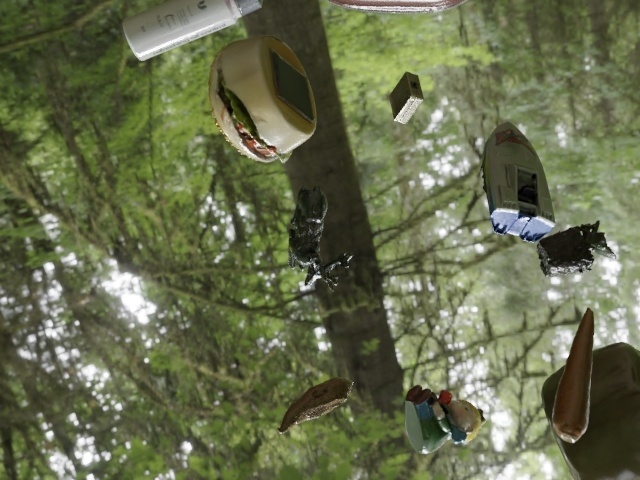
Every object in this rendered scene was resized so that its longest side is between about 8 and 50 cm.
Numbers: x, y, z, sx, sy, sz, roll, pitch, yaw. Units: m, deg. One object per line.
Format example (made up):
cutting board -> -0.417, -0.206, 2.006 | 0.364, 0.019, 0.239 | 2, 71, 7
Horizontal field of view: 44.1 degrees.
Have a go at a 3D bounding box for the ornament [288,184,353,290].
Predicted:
ornament -> 0.000, 0.000, 1.653 | 0.080, 0.202, 0.236 | 8, -166, -18

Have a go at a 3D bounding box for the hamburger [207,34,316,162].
hamburger -> -0.137, -0.328, 1.822 | 0.170, 0.302, 0.302 | -19, -165, 25

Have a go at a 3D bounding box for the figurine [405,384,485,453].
figurine -> 0.334, 0.453, 2.086 | 0.234, 0.185, 0.127 | -12, 179, -24

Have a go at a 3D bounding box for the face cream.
face cream -> -0.236, -0.457, 1.578 | 0.311, 0.092, 0.092 | -22, -161, 4

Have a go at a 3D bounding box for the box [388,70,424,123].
box -> 0.186, -0.310, 1.709 | 0.035, 0.083, 0.079 | 12, -129, -23

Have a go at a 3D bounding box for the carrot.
carrot -> 0.350, 0.174, 1.073 | 0.048, 0.048, 0.216 | -1, -133, 31

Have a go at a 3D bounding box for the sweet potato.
sweet potato -> -0.007, 0.310, 1.516 | 0.206, 0.060, 0.068 | -27, -167, -33

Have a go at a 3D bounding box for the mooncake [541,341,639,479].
mooncake -> 0.723, 0.459, 1.811 | 0.262, 0.467, 0.467 | -36, -169, 22

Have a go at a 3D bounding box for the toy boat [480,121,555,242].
toy boat -> 0.381, -0.138, 1.559 | 0.129, 0.088, 0.295 | 14, -134, -10

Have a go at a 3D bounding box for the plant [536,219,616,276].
plant -> 0.711, 0.025, 2.205 | 0.203, 0.142, 0.131 | -12, 159, 8

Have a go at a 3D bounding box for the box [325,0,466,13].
box -> 0.088, -0.459, 0.877 | 0.263, 0.404, 0.108 | 1, -157, 1
